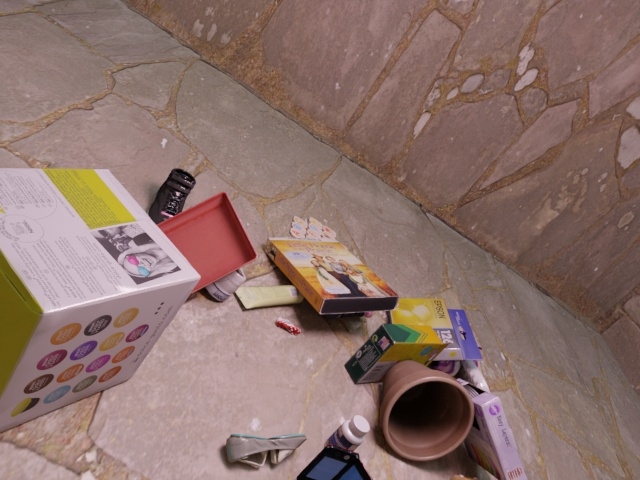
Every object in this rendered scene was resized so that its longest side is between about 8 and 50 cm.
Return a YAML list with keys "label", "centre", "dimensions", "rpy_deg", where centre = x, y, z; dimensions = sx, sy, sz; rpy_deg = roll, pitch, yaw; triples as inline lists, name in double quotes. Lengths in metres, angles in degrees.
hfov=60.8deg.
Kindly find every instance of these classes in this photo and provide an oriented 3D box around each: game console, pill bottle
- label: "game console"
  centre: [0.033, 0.542, 1.216]
  dimensions: [0.124, 0.144, 0.085]
  rpy_deg: [27, 26, -22]
- label: "pill bottle"
  centre: [0.069, 0.496, 1.373]
  dimensions: [0.067, 0.120, 0.067]
  rpy_deg: [30, 25, -16]

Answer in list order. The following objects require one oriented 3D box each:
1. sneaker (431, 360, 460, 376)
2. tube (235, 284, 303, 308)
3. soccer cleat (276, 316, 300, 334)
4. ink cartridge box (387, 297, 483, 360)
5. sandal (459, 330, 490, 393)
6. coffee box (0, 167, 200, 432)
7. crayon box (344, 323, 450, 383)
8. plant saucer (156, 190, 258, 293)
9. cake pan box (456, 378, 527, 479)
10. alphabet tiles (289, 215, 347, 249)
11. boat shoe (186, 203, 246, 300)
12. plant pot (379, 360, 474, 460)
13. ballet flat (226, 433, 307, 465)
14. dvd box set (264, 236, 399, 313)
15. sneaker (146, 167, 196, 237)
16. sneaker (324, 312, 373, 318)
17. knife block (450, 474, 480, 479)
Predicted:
- label: "sneaker"
  centre: [0.433, 0.403, 2.061]
  dimensions: [0.104, 0.095, 0.236]
  rpy_deg: [12, 35, -29]
- label: "tube"
  centre: [-0.159, 0.174, 1.715]
  dimensions: [0.240, 0.070, 0.062]
  rpy_deg: [2, 86, -45]
- label: "soccer cleat"
  centre: [-0.097, 0.261, 1.672]
  dimensions: [0.083, 0.029, 0.035]
  rpy_deg: [26, 31, -13]
- label: "ink cartridge box"
  centre: [0.414, 0.323, 2.018]
  dimensions: [0.307, 0.072, 0.303]
  rpy_deg: [-2, 29, 1]
- label: "sandal"
  centre: [0.568, 0.444, 2.065]
  dimensions: [0.416, 0.102, 0.169]
  rpy_deg: [-107, -178, -47]
- label: "coffee box"
  centre: [-0.515, 0.093, 1.038]
  dimensions: [0.338, 0.337, 0.334]
  rpy_deg: [46, 26, 18]
- label: "crayon box"
  centre: [0.253, 0.364, 1.753]
  dimensions: [0.318, 0.202, 0.081]
  rpy_deg: [12, 35, -45]
- label: "plant saucer"
  centre: [-0.335, 0.018, 1.559]
  dimensions: [0.259, 0.258, 0.048]
  rpy_deg: [60, -5, 27]
- label: "cake pan box"
  centre: [0.479, 0.552, 1.605]
  dimensions: [0.246, 0.070, 0.267]
  rpy_deg: [178, -107, -76]
- label: "alphabet tiles"
  centre: [0.000, 0.000, 2.261]
  dimensions: [0.278, 0.021, 0.284]
  rpy_deg: [32, 26, -12]
- label: "boat shoe"
  centre: [-0.301, -0.002, 1.656]
  dimensions: [0.136, 0.156, 0.367]
  rpy_deg: [40, 19, -47]
- label: "plant pot"
  centre: [0.284, 0.465, 1.599]
  dimensions: [0.263, 0.263, 0.229]
  rpy_deg: [31, 9, -14]
- label: "ballet flat"
  centre: [-0.121, 0.477, 1.241]
  dimensions: [0.213, 0.072, 0.068]
  rpy_deg: [16, 60, -38]
- label: "dvd box set"
  centre: [0.031, 0.110, 1.868]
  dimensions: [0.307, 0.062, 0.420]
  rpy_deg: [3, 25, -32]
- label: "sneaker"
  centre: [-0.466, -0.127, 1.714]
  dimensions: [0.104, 0.147, 0.296]
  rpy_deg: [27, 28, -25]
- label: "sneaker"
  centre: [0.127, 0.226, 1.929]
  dimensions: [0.131, 0.112, 0.319]
  rpy_deg: [41, 26, 14]
- label: "knife block"
  centre: [0.458, 0.786, 1.457]
  dimensions: [0.088, 0.242, 0.276]
  rpy_deg: [24, -17, -29]
